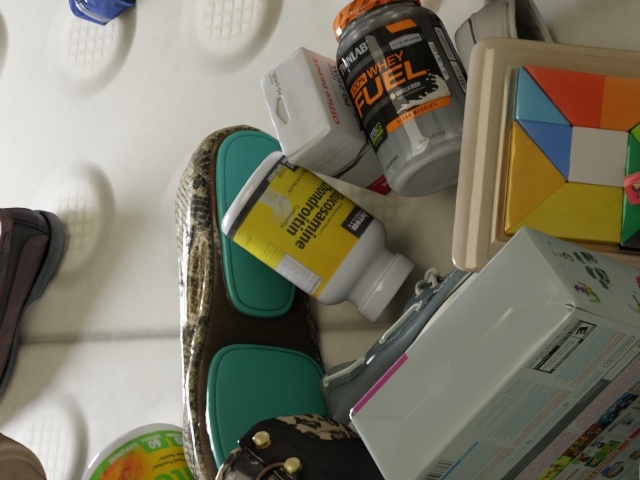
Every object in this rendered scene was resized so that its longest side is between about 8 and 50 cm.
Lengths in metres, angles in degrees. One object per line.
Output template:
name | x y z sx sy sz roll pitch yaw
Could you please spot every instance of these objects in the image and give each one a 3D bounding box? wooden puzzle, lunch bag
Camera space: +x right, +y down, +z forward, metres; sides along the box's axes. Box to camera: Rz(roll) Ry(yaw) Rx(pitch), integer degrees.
wooden puzzle | 0.246 -0.071 1.724 0.238 0.044 0.221 5 80 5
lunch bag | -0.274 -0.315 2.319 0.065 0.067 0.098 -30 59 32

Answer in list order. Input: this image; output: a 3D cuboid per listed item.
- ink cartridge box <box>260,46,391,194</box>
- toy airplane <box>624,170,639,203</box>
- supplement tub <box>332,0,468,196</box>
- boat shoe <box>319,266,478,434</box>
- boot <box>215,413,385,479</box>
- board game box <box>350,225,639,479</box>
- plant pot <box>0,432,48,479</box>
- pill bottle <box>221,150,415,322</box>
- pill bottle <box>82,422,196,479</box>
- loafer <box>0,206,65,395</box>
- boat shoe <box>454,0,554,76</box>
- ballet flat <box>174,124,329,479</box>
ink cartridge box | 0.022 -0.121 1.943 0.063 0.150 0.109 -37 57 29
toy airplane | 0.349 -0.034 1.685 0.151 0.028 0.151 -2 78 8
supplement tub | 0.088 -0.149 1.882 0.117 0.117 0.190 -35 67 30
boat shoe | 0.106 0.075 1.840 0.319 0.116 0.099 -52 53 25
boot | 0.022 0.271 1.657 0.284 0.377 0.138 25 114 31
board game box | 0.204 0.125 1.607 0.224 0.303 0.097 -48 52 21
plant pot | -0.329 0.362 2.087 0.229 0.263 0.263 19 91 25
pill bottle | 0.000 0.000 1.915 0.184 0.103 0.103 35 106 1
pill bottle | -0.138 0.318 1.975 0.136 0.136 0.246 -53 50 17
loafer | -0.416 0.093 2.313 0.109 0.095 0.302 34 101 42
boat shoe | 0.213 -0.130 1.820 0.088 0.096 0.267 -43 45 30
ballet flat | -0.084 0.116 1.994 0.182 0.164 0.483 -45 44 51
